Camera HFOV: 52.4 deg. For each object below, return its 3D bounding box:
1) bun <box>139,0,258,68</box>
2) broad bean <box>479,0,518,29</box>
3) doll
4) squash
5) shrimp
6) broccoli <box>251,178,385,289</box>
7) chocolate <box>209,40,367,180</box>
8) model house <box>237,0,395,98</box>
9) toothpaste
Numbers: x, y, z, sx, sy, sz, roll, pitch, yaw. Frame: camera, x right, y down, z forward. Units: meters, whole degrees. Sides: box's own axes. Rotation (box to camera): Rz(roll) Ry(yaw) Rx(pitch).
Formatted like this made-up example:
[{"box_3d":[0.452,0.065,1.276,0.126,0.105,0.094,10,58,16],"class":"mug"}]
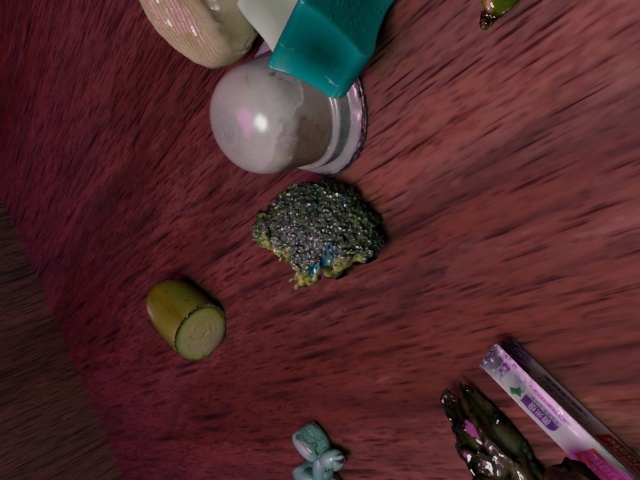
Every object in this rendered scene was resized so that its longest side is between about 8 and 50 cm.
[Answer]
[{"box_3d":[-0.154,-0.336,0.855,0.222,0.127,0.222,38,159,18],"class":"bun"},{"box_3d":[0.191,-0.266,0.485,0.052,0.052,0.256,27,143,-8],"class":"broad bean"},{"box_3d":[0.015,0.403,1.087,0.159,0.059,0.159,26,127,44],"class":"doll"},{"box_3d":[-0.282,0.140,1.288,0.187,0.123,0.123,33,133,38],"class":"squash"},{"box_3d":[0.256,0.299,0.626,0.445,0.085,0.272,52,161,39],"class":"shrimp"},{"box_3d":[0.000,0.000,0.842,0.154,0.167,0.160,-103,-12,-47],"class":"broccoli"},{"box_3d":[-0.064,-0.154,0.807,0.221,0.147,0.221,37,140,39],"class":"chocolate"},{"box_3d":[0.004,-0.235,0.685,0.148,0.127,0.100,62,145,13],"class":"model house"},{"box_3d":[0.251,0.181,0.665,0.196,0.047,0.040,46,126,28],"class":"toothpaste"}]
